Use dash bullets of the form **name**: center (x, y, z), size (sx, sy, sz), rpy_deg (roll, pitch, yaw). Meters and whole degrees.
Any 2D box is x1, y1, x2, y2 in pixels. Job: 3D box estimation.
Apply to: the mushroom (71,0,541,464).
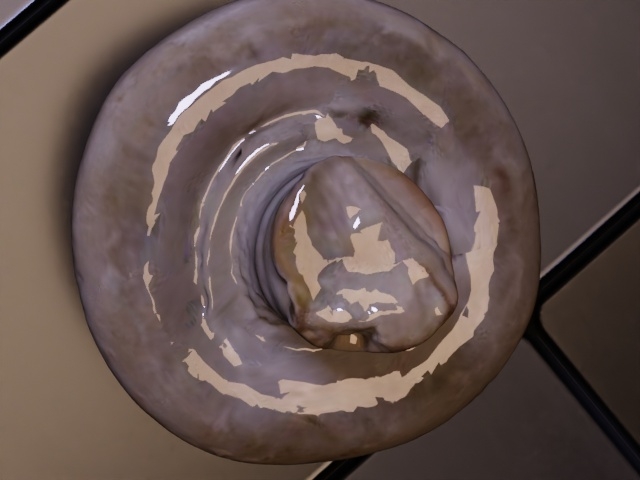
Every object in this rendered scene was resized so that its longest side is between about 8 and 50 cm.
- **mushroom**: center (0.000, 0.000, 0.799), size (0.204, 0.204, 0.204), rpy_deg (-1, 97, -11)
